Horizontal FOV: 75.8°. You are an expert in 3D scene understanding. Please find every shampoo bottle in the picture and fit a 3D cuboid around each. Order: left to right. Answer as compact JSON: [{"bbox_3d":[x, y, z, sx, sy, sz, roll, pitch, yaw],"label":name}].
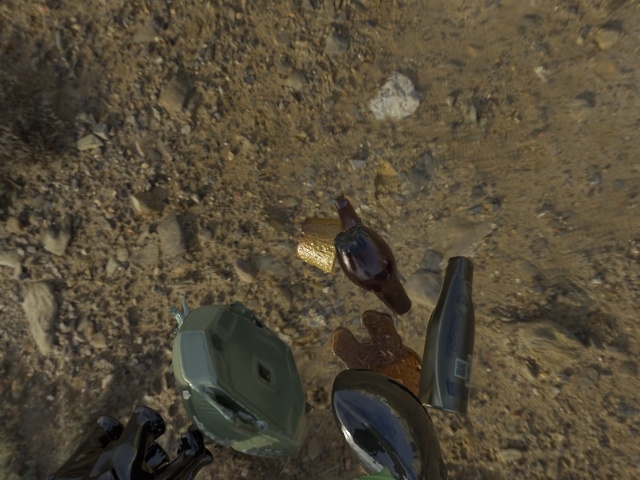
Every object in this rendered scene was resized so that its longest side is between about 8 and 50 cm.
[{"bbox_3d":[0.302,0.208,0.943,0.126,0.084,0.350,24,68,-27],"label":"shampoo bottle"}]

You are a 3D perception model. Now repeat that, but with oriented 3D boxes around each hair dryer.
[{"bbox_3d":[0.115,0.006,1.085,0.123,0.312,0.340,-30,43,12],"label":"hair dryer"}]

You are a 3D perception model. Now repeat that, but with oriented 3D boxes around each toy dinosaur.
[{"bbox_3d":[-0.482,0.291,1.473,0.053,0.242,0.167,-28,121,11],"label":"toy dinosaur"}]

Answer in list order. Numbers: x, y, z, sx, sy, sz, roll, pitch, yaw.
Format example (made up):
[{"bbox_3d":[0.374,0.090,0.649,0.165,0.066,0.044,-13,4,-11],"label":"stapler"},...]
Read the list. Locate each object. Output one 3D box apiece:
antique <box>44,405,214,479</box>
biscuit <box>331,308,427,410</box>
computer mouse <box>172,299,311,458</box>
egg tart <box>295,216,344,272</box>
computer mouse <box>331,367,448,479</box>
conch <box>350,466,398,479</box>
[{"bbox_3d":[-0.365,0.449,0.728,0.322,0.255,0.185,-19,106,29],"label":"antique"},{"bbox_3d":[0.160,0.323,1.043,0.186,0.044,0.295,-30,88,8],"label":"biscuit"},{"bbox_3d":[-0.156,0.283,0.805,0.146,0.429,0.228,-24,43,14],"label":"computer mouse"},{"bbox_3d":[0.000,0.000,1.455,0.147,0.202,0.202,17,92,1],"label":"egg tart"},{"bbox_3d":[0.124,0.294,0.604,0.086,0.137,0.269,-31,102,30],"label":"computer mouse"},{"bbox_3d":[0.035,0.356,0.397,0.144,0.137,0.250,1,62,39],"label":"conch"}]
